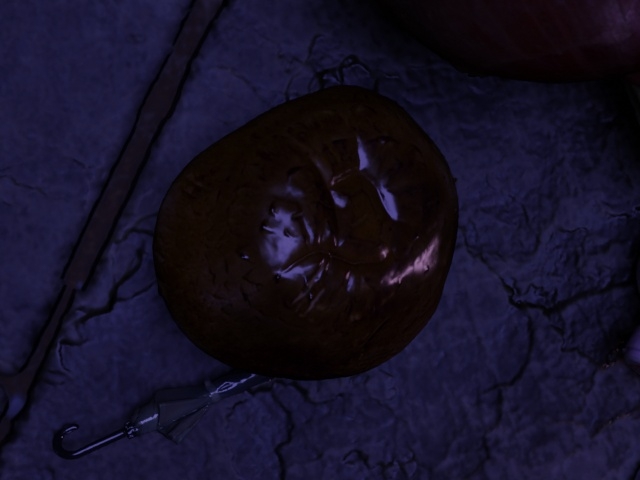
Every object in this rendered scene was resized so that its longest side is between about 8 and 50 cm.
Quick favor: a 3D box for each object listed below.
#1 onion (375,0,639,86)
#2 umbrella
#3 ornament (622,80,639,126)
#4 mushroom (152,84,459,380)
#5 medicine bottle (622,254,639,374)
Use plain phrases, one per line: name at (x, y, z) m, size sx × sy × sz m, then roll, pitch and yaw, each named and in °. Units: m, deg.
onion at (0.165, -0.259, 0.805) m, size 0.354 × 0.353 × 0.353 m, roll 0°, pitch 91°, yaw -12°
umbrella at (-0.061, 0.110, 0.911) m, size 0.269 × 0.044 × 0.044 m, roll -20°, pitch 139°, yaw -12°
ornament at (0.288, -0.140, 0.949) m, size 0.180 × 0.059 × 0.201 m, roll 25°, pitch 64°, yaw 18°
mushroom at (0.005, -0.003, 0.865) m, size 0.231 × 0.138 × 0.194 m, roll -38°, pitch 91°, yaw -22°
medicine bottle at (0.314, 0.014, 0.967) m, size 0.115 × 0.078 × 0.219 m, roll 34°, pitch 83°, yaw -2°
